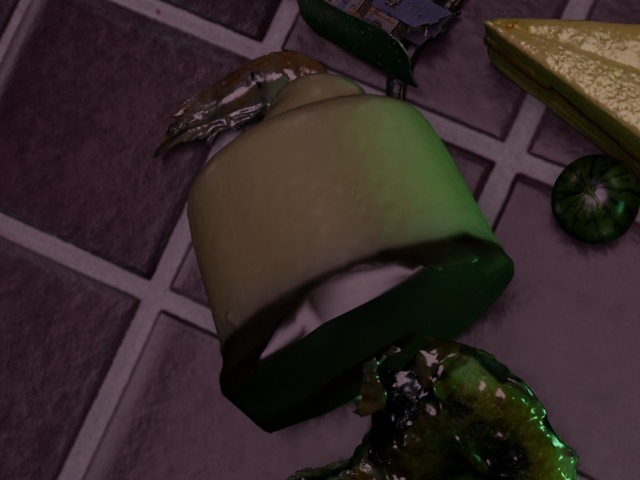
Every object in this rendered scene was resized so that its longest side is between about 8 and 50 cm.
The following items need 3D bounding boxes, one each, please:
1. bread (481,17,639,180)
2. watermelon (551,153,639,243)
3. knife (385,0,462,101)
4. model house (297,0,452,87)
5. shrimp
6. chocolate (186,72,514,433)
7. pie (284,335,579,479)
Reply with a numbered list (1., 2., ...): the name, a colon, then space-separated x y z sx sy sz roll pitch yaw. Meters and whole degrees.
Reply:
1. bread: 0.324 -0.198 1.605 0.264 0.167 0.163 40 88 13
2. watermelon: 0.297 -0.047 1.617 0.109 0.109 0.109 -1 82 8
3. knife: 0.130 -0.248 1.713 0.046 0.021 0.222 29 91 12
4. model house: 0.062 -0.261 1.673 0.167 0.117 0.088 32 78 25
5. shrimp: -0.086 -0.134 1.718 0.223 0.047 0.126 -27 89 2
6. chocolate: 0.000 0.000 1.561 0.326 0.314 0.297 -33 69 0
7. pie: 0.104 0.279 1.555 0.296 0.078 0.371 32 110 -11
